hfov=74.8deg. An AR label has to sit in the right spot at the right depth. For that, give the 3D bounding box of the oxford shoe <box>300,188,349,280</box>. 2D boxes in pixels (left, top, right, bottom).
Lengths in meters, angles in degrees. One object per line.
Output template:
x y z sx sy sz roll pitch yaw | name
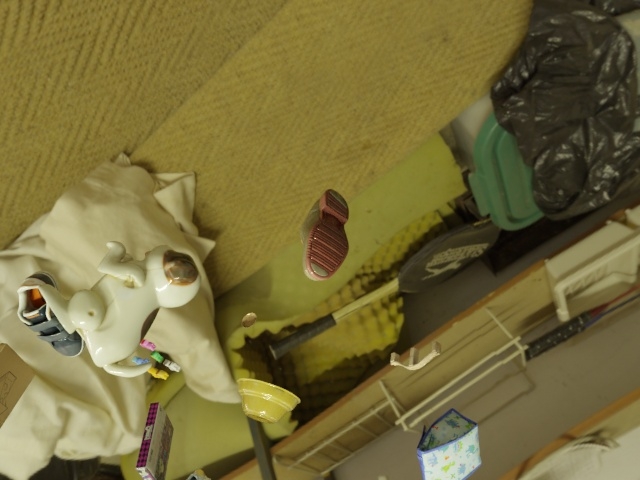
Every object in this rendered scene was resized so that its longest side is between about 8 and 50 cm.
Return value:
0.000 0.000 1.195 0.123 0.348 0.130 38 127 -17 | oxford shoe

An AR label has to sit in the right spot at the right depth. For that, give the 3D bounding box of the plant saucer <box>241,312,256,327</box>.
-0.345 0.392 2.044 0.083 0.083 0.015 -31 132 1 | plant saucer

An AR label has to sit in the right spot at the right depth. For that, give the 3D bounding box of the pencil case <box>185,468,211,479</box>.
-0.261 0.733 1.106 0.124 0.273 0.113 -62 165 17 | pencil case

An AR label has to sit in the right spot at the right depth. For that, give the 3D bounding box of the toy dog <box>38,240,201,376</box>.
-0.576 0.174 1.323 0.408 0.395 0.285 -37 161 -25 | toy dog

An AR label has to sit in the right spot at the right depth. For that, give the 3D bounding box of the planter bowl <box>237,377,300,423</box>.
-0.180 0.525 1.339 0.217 0.090 0.217 13 147 8 | planter bowl

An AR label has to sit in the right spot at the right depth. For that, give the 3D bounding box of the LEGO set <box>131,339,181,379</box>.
-0.600 0.458 1.547 0.087 0.093 0.227 -61 142 -32 | LEGO set

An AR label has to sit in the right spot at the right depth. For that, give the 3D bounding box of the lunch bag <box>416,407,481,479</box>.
0.289 0.490 0.969 0.151 0.096 0.129 -24 110 -28 | lunch bag

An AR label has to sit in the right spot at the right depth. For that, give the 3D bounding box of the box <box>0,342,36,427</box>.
-0.798 0.380 1.024 0.021 0.201 0.164 6 136 4 | box

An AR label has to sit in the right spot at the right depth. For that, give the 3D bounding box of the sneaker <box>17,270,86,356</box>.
-0.909 0.268 1.399 0.126 0.127 0.321 -19 105 0 | sneaker

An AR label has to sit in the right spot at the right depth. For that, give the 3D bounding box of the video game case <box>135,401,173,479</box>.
-0.593 0.746 1.516 0.041 0.232 0.210 -5 131 -3 | video game case

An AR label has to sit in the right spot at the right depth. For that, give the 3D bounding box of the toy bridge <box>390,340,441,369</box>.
0.282 0.357 1.265 0.026 0.063 0.188 34 139 -22 | toy bridge
